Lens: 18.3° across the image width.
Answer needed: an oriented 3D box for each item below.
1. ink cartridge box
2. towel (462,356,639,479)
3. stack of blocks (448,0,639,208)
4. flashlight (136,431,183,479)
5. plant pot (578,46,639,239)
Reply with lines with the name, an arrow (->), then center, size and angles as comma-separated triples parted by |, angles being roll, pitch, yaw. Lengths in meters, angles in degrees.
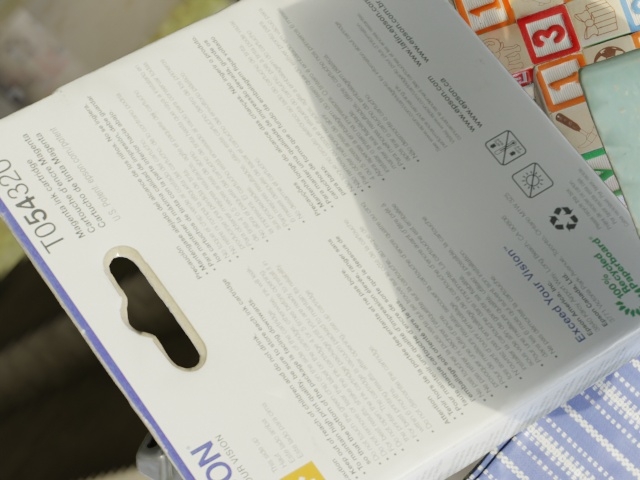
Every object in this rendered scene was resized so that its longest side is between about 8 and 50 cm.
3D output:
ink cartridge box -> 0.000, 0.000, 1.205 | 0.330, 0.324, 0.071 | -29, 157, -20
towel -> 0.254, 0.247, 1.768 | 0.336, 0.243, 0.040 | -48, 177, -7
stack of blocks -> 0.213, -0.166, 1.677 | 0.171, 0.297, 0.087 | -19, 167, 2
flashlight -> -0.005, 0.056, 1.340 | 0.103, 0.103, 0.304 | -27, -154, 43
plant pot -> 0.306, 0.004, 0.952 | 0.252, 0.247, 0.248 | -24, 161, 16
